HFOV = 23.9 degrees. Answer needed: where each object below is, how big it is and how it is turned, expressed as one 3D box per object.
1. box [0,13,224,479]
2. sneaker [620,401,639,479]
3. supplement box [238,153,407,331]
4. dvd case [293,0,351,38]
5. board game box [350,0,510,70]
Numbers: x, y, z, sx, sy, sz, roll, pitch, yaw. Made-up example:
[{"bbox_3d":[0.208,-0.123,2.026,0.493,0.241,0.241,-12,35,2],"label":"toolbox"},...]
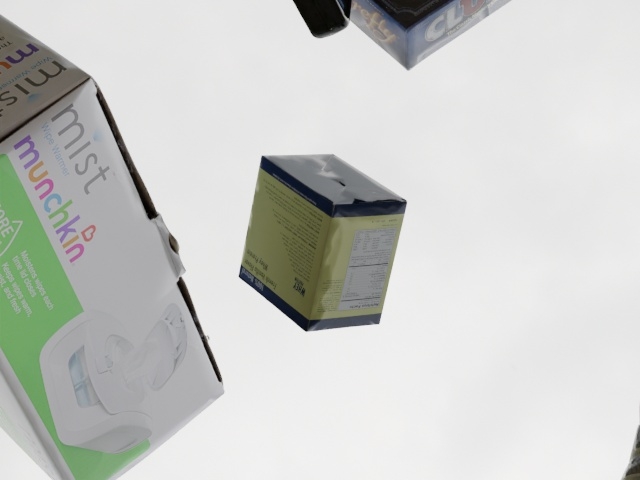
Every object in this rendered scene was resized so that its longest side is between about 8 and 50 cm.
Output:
[{"bbox_3d":[-0.197,-0.010,0.912,0.127,0.262,0.231,-37,-133,-20],"label":"box"},{"bbox_3d":[0.173,0.163,0.695,0.086,0.132,0.228,5,-137,38],"label":"sneaker"},{"bbox_3d":[0.000,0.000,0.923,0.083,0.056,0.083,36,-59,48],"label":"supplement box"},{"bbox_3d":[-0.026,-0.234,0.782,0.022,0.180,0.253,-20,-150,17],"label":"dvd case"},{"bbox_3d":[0.096,-0.234,1.010,0.243,0.042,0.165,-36,-119,-18],"label":"board game box"}]
